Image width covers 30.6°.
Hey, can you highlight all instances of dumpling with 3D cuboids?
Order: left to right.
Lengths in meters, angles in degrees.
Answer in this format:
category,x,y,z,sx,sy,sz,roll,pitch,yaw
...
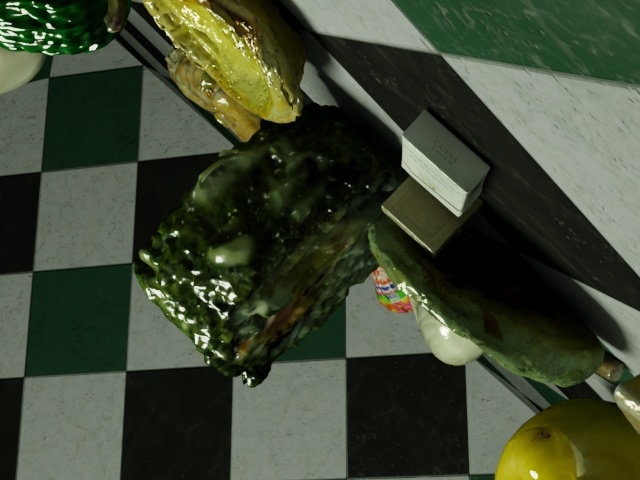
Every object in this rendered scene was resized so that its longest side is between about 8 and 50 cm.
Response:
category,x,y,z,sx,sy,sz,roll,pitch,yaw
dumpling,0.213,0.118,1.908,0.166,0.126,0.216,53,175,-13

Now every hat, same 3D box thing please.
category,x,y,z,sx,sy,sz,roll,pitch,yaw
hat,-0.383,-0.330,1.280,0.274,0.332,0.242,91,178,-62

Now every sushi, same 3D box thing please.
category,x,y,z,sx,sy,sz,roll,pitch,yaw
sushi,-0.054,-0.005,1.452,0.178,0.352,0.294,45,-179,22

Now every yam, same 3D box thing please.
category,x,y,z,sx,sy,sz,roll,pitch,yaw
yam,0.328,0.137,1.475,0.032,0.032,0.145,45,176,-33

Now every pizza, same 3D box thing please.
category,x,y,z,sx,sy,sz,roll,pitch,yaw
pizza,-0.143,-0.225,2.221,0.435,0.080,0.392,41,178,-2

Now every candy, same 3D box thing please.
category,x,y,z,sx,sy,sz,roll,pitch,yaw
candy,0.226,0.115,2.106,0.365,0.124,0.124,34,-176,-40

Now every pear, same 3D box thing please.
category,x,y,z,sx,sy,sz,roll,pitch,yaw
pear,0.402,0.346,1.617,0.285,0.336,0.284,21,118,47

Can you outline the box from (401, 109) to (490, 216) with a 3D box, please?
category,x,y,z,sx,sy,sz,roll,pitch,yaw
box,0.120,-0.072,1.150,0.084,0.040,0.154,40,178,7

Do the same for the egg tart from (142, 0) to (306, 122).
category,x,y,z,sx,sy,sz,roll,pitch,yaw
egg tart,-0.104,-0.242,1.282,0.279,0.095,0.279,42,172,8

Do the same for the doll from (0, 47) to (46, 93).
category,x,y,z,sx,sy,sz,roll,pitch,yaw
doll,-0.492,-0.411,1.977,0.215,0.370,0.226,41,159,6

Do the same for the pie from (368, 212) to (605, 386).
category,x,y,z,sx,sy,sz,roll,pitch,yaw
pie,0.185,0.057,1.358,0.323,0.070,0.323,32,-165,-10

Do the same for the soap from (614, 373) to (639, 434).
category,x,y,z,sx,sy,sz,roll,pitch,yaw
soap,0.400,0.213,1.022,0.173,0.089,0.274,44,178,-39

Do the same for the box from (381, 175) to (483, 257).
category,x,y,z,sx,sy,sz,roll,pitch,yaw
box,0.122,-0.036,1.265,0.083,0.079,0.035,44,177,11

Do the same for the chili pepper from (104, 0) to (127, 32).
category,x,y,z,sx,sy,sz,roll,pitch,yaw
chili pepper,-0.197,-0.326,0.846,0.134,0.131,0.338,-3,135,51
